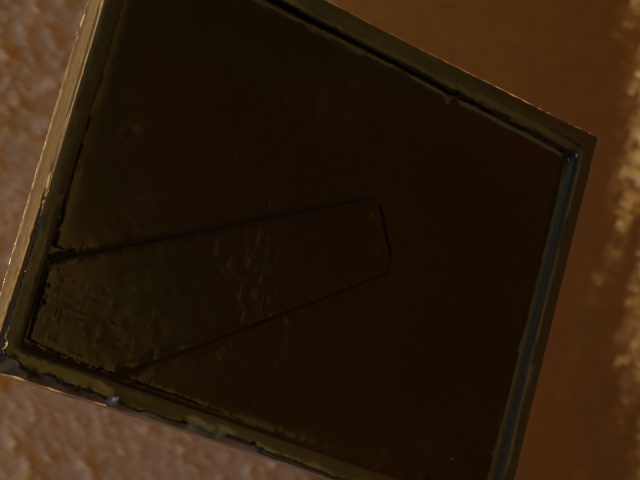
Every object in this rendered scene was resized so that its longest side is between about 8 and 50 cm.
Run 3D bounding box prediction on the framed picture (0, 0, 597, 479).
[{"bbox_3d":[0.000,0.000,0.961,0.315,0.024,0.232,24,-105,-33],"label":"framed picture"}]
